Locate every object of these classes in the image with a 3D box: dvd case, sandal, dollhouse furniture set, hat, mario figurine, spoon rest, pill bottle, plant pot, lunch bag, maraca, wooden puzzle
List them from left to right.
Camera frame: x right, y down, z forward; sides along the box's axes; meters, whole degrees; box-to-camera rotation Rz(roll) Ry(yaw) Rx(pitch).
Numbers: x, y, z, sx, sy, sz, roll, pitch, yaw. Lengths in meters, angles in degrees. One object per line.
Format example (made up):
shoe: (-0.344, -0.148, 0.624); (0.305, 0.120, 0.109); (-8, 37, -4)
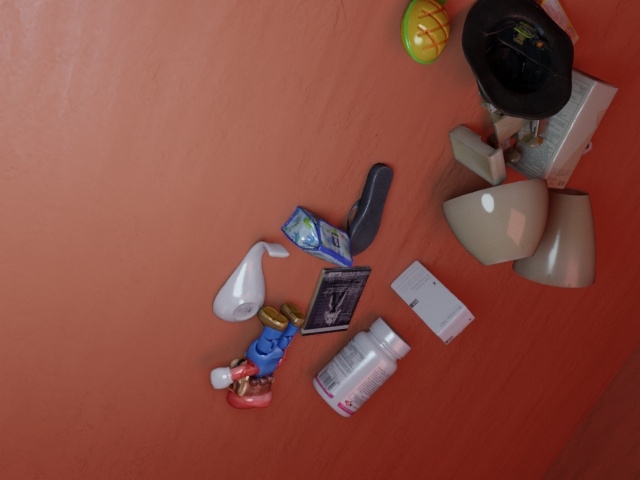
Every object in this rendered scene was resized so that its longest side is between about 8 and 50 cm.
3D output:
spoon rest: (-0.169, 0.100, 1.565); (0.137, 0.084, 0.276); (6, 131, -37)
mario figurine: (-0.176, 0.296, 1.677); (0.198, 0.170, 0.321); (19, 112, -21)
lunch bag: (0.000, 0.000, 1.542); (0.128, 0.151, 0.096); (27, 104, -44)
dvd case: (0.042, 0.170, 1.799); (0.164, 0.018, 0.221); (-1, 122, -37)
pill bottle: (0.127, 0.373, 1.914); (0.283, 0.160, 0.160); (-45, 136, 3)
sandal: (0.117, -0.077, 1.648); (0.097, 0.054, 0.255); (7, 108, -47)
maraca: (0.229, -0.476, 1.387); (0.127, 0.099, 0.186); (5, 93, -41)
plant pot: (0.485, -0.037, 1.730); (0.284, 0.284, 0.191); (-8, 83, -31)
hat: (0.439, -0.414, 1.520); (0.331, 0.332, 0.134); (-17, 172, -25)
dollhouse furniture set: (0.485, -0.278, 1.671); (0.242, 0.161, 0.212); (-36, 136, -8)
wooden puzzle: (0.579, -0.310, 1.691); (0.078, 0.014, 0.117); (-21, 122, -52)
plant pot: (0.757, -0.024, 2.033); (0.256, 0.256, 0.274); (-8, 110, -32)

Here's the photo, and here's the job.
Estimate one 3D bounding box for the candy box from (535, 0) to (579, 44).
candy box: (0.588, -0.538, 1.644); (0.205, 0.027, 0.105); (30, 100, -46)

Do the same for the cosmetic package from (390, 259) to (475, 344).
cosmetic package: (0.319, 0.175, 1.849); (0.117, 0.231, 0.085); (-45, 136, 1)

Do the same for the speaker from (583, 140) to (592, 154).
speaker: (0.757, -0.266, 1.955); (0.136, 0.055, 0.055); (-29, 135, -14)

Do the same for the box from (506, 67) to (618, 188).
box: (0.668, -0.314, 1.790); (0.121, 0.148, 0.311); (2, 122, -37)
